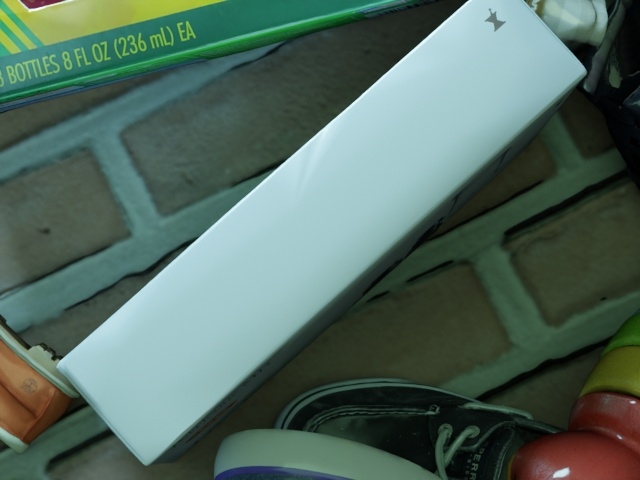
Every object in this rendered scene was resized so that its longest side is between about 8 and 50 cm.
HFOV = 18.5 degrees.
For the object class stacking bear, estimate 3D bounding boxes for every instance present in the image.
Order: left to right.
[{"bbox_3d":[0.236,0.127,1.337,0.164,0.175,0.289,35,59,25],"label":"stacking bear"}]

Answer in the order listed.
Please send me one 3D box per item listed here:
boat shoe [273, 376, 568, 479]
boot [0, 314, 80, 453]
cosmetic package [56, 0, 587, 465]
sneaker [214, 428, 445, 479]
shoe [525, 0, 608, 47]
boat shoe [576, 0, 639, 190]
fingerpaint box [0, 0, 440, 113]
[{"bbox_3d":[0.112,0.167,1.430,0.301,0.102,0.108,15,83,2],"label":"boat shoe"},{"bbox_3d":[-0.260,0.090,1.466,0.158,0.059,0.084,38,89,4],"label":"boot"},{"bbox_3d":[0.000,0.000,1.362,0.377,0.284,0.097,-42,84,-4],"label":"cosmetic package"},{"bbox_3d":[0.044,0.292,1.340,0.323,0.130,0.236,30,58,-19],"label":"sneaker"},{"bbox_3d":[0.181,-0.172,1.424,0.058,0.219,0.076,10,107,7],"label":"shoe"},{"bbox_3d":[0.322,-0.188,1.433,0.127,0.158,0.340,27,82,43],"label":"boat shoe"},{"bbox_3d":[-0.108,-0.314,1.402,0.445,0.163,0.371,-13,92,8],"label":"fingerpaint box"}]
